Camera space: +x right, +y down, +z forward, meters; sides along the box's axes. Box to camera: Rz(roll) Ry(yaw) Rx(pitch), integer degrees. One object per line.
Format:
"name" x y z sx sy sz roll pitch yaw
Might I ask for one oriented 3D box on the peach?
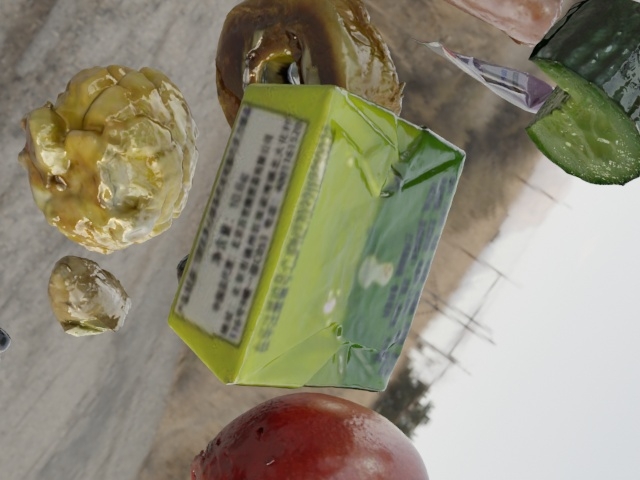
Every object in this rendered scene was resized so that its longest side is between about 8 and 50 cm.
"peach" -0.016 0.393 1.381 0.370 0.370 0.370 -53 179 -2

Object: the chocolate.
"chocolate" 0.000 0.000 1.028 0.288 0.137 0.301 14 95 -56

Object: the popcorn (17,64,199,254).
"popcorn" -0.396 -0.164 1.907 0.354 0.344 0.390 -32 179 9

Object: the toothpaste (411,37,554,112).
"toothpaste" 0.289 -0.273 1.607 0.048 0.301 0.075 -55 -149 31

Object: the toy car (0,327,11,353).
"toy car" -0.564 0.138 1.268 0.181 0.212 0.270 -62 146 -24

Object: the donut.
"donut" -0.016 -0.238 1.454 0.160 0.330 0.330 -22 160 -35

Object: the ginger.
"ginger" -0.378 0.067 1.567 0.115 0.123 0.193 -13 -160 0

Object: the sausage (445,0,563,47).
"sausage" 0.111 -0.364 1.192 0.094 0.418 0.094 -45 -155 56

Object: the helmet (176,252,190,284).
"helmet" -0.120 0.082 1.357 0.177 0.153 0.107 26 -61 56

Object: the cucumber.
"cucumber" 0.322 -0.154 1.072 0.130 0.191 0.191 -41 174 -21
